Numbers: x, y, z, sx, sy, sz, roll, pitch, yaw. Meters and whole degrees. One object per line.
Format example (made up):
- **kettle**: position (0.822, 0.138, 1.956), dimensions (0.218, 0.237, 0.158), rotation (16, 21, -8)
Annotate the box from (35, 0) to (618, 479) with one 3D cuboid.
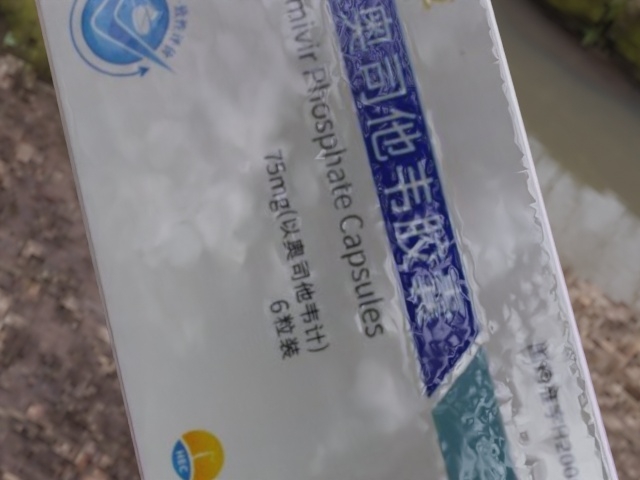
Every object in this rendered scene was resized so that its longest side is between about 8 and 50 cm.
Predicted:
- **box**: position (0.000, 0.000, 0.743), dimensions (0.065, 0.200, 0.343), rotation (42, 33, -78)
